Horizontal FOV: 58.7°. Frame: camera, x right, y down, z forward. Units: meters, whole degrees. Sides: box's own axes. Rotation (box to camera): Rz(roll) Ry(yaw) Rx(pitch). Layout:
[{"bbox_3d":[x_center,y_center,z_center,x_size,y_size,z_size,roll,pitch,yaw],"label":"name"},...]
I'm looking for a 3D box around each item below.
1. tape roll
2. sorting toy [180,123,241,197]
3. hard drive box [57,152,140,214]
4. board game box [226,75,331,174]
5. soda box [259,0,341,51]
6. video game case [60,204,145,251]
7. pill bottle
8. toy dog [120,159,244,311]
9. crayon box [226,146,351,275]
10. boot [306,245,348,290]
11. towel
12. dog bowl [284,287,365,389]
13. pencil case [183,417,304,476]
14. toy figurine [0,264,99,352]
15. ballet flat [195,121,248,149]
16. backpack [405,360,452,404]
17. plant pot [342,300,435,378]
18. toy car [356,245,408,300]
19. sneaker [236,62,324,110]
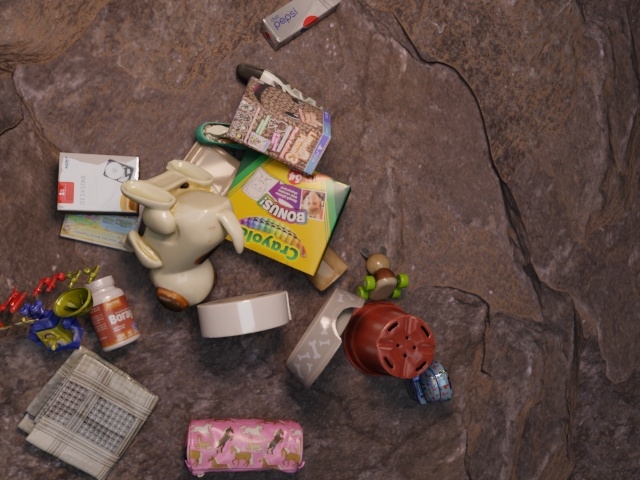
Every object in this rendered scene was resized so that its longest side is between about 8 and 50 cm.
[{"bbox_3d":[-0.241,0.229,1.792,0.286,0.286,0.100,-9,88,-15],"label":"tape roll"},{"bbox_3d":[-0.368,-0.226,1.910,0.196,0.047,0.348,36,78,-14],"label":"sorting toy"},{"bbox_3d":[-0.686,-0.172,1.775,0.232,0.089,0.181,0,86,-15],"label":"hard drive box"},{"bbox_3d":[-0.126,-0.367,1.803,0.290,0.232,0.141,23,118,-13],"label":"board game box"},{"bbox_3d":[-0.070,-0.790,1.995,0.286,0.091,0.098,-38,97,-13],"label":"soda box"},{"bbox_3d":[-0.691,-0.087,1.828,0.226,0.026,0.207,14,83,-14],"label":"video game case"},{"bbox_3d":[-0.654,0.225,1.768,0.121,0.121,0.216,-22,93,-15],"label":"pill bottle"},{"bbox_3d":[-0.408,0.013,1.747,0.395,0.285,0.408,20,123,8],"label":"toy dog"},{"bbox_3d":[-0.124,-0.098,1.863,0.362,0.106,0.313,22,89,5],"label":"crayon box"},{"bbox_3d":[0.000,0.000,1.973,0.236,0.089,0.269,-41,96,0],"label":"boot"},{"bbox_3d":[-0.719,0.535,1.768,0.324,0.056,0.312,36,79,-9],"label":"towel"},{"bbox_3d":[0.008,0.303,1.833,0.102,0.349,0.349,34,79,2],"label":"dog bowl"},{"bbox_3d":[-0.240,0.663,1.831,0.385,0.160,0.167,4,94,-15],"label":"pencil case"},{"bbox_3d":[-0.766,0.238,1.708,0.362,0.191,0.217,-15,128,16],"label":"toy figurine"},{"bbox_3d":[-0.285,-0.345,1.869,0.247,0.087,0.083,-1,91,-18],"label":"ballet flat"},{"bbox_3d":[0.382,0.499,1.992,0.116,0.173,0.158,-15,91,-15],"label":"backpack"},{"bbox_3d":[0.241,0.345,1.918,0.272,0.265,0.273,1,87,-14],"label":"plant pot"},{"bbox_3d":[0.202,0.104,2.015,0.154,0.149,0.189,-2,59,-18],"label":"toy car"},{"bbox_3d":[-0.156,-0.472,1.937,0.330,0.122,0.146,30,84,-15],"label":"sneaker"}]
